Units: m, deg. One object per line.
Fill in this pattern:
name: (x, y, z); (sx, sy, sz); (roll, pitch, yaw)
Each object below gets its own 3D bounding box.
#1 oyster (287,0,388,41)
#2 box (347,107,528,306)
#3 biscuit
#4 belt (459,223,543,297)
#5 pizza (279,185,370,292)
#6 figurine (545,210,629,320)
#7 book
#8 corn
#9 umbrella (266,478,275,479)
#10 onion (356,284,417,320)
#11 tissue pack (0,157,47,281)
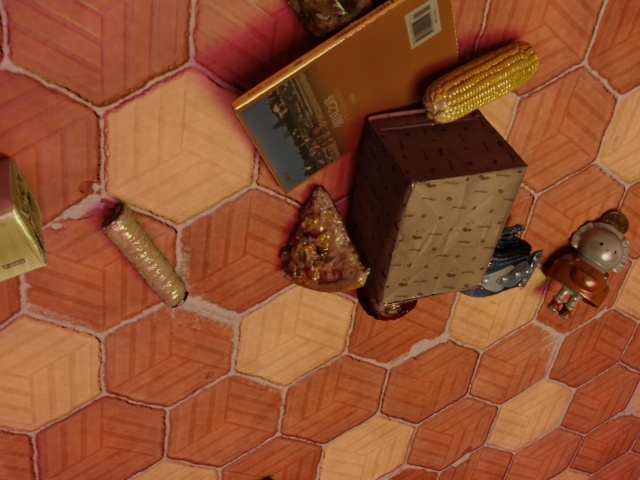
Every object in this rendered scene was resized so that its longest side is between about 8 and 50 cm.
oyster: (0.063, -0.382, 1.084); (0.295, 0.094, 0.166); (-10, 118, -27)
box: (0.190, -0.061, 1.272); (0.225, 0.190, 0.297); (-10, 135, -19)
biscuit: (-0.292, 0.030, 1.215); (0.061, 0.055, 0.219); (-58, 139, -28)
belt: (0.352, 0.034, 1.474); (0.218, 0.122, 0.128); (-12, 131, -45)
pizza: (0.000, 0.000, 1.298); (0.052, 0.185, 0.195); (-18, 107, -59)
figurine: (0.612, 0.056, 1.641); (0.271, 0.143, 0.143); (-56, 132, -15)
book: (0.058, -0.241, 1.155); (0.374, 0.028, 0.262); (-33, 152, -2)
corn: (0.273, -0.270, 1.228); (0.249, 0.081, 0.081); (-30, 133, -28)
umbrella: (-0.204, 0.615, 1.665); (0.224, 0.080, 0.071); (-6, 159, -18)
onion: (0.135, 0.098, 1.433); (0.131, 0.131, 0.131); (-13, 127, -18)
tissue pack: (-0.519, -0.005, 1.011); (0.234, 0.159, 0.125); (-22, 129, -11)
